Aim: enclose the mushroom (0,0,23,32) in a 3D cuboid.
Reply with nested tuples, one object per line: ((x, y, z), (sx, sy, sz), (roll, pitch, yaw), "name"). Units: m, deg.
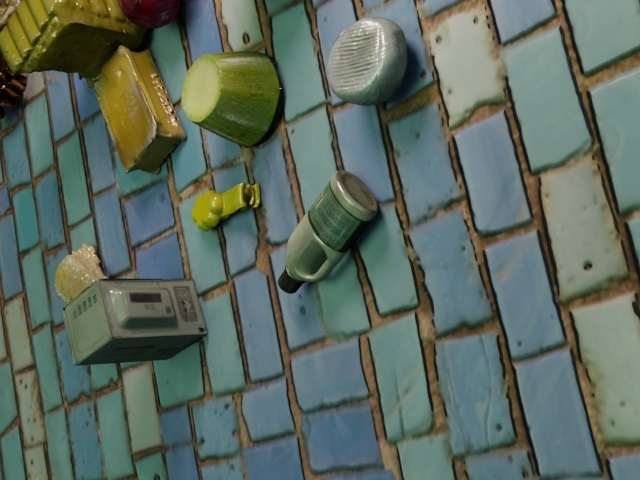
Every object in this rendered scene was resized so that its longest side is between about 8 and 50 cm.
((-0.737, -0.568, 2.388), (0.170, 0.080, 0.135), (-41, 73, 36), "mushroom")

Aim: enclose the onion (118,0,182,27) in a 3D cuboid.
((-0.320, -0.486, 1.903), (0.177, 0.153, 0.177), (-167, 90, -79), "onion")

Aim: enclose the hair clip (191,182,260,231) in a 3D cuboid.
((-0.177, -0.060, 1.820), (0.173, 0.046, 0.072), (-13, 76, 47), "hair clip")

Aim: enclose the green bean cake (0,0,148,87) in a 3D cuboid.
((-0.486, -0.401, 2.011), (0.233, 0.236, 0.124), (-42, 61, 34), "green bean cake")

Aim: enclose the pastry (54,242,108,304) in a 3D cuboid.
((-0.465, 0.104, 2.085), (0.258, 0.089, 0.121), (42, 105, 35), "pastry")

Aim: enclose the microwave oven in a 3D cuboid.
((-0.340, 0.144, 1.862), (0.162, 0.208, 0.122), (-35, 65, 40), "microwave oven")

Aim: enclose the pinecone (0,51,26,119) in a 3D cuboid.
((-0.775, -0.369, 2.353), (0.208, 0.208, 0.207), (-2, 87, 46), "pinecone")

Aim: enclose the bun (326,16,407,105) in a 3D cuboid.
((0.077, -0.268, 1.541), (0.141, 0.083, 0.141), (-12, 71, 40), "bun")

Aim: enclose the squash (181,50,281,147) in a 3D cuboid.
((-0.156, -0.253, 1.759), (0.170, 0.123, 0.170), (-10, 76, 48), "squash")

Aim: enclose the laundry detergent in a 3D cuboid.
((0.000, 0.000, 1.617), (0.099, 0.070, 0.225), (52, 123, 25), "laundry detergent")

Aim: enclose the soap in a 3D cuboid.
((-0.359, -0.255, 1.989), (0.135, 0.076, 0.233), (-44, 62, 36), "soap")
